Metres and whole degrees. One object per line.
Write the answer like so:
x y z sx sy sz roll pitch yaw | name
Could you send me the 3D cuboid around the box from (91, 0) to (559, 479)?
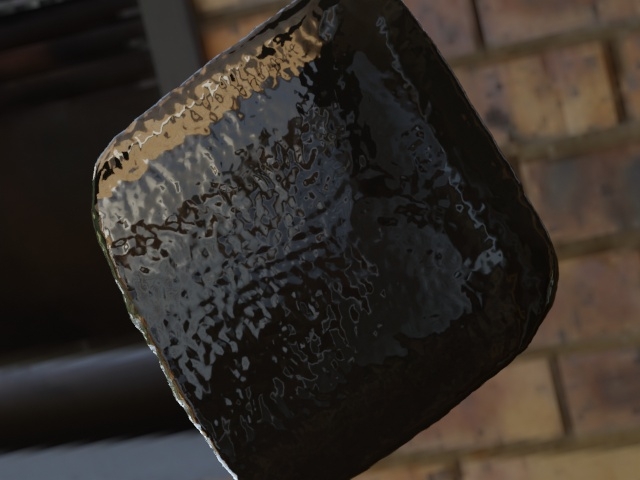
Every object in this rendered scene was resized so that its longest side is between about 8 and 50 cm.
0.000 0.000 0.959 0.201 0.212 0.042 -35 167 6 | box
